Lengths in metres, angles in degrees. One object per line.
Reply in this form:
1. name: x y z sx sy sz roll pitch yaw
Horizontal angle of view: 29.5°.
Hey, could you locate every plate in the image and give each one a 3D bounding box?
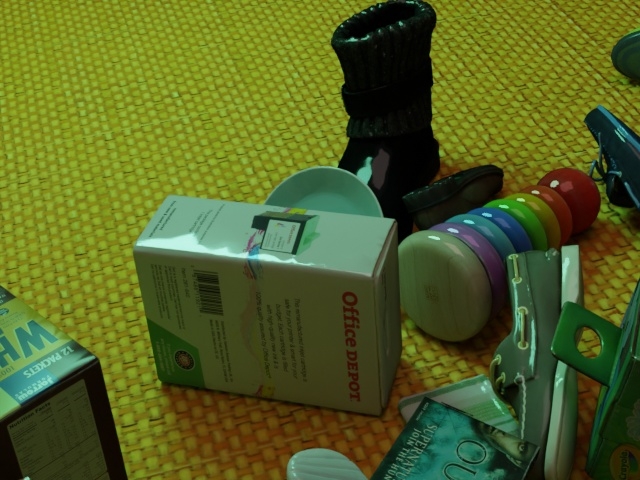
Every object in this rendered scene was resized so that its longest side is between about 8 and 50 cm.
1. plate: 0.000 0.000 1.538 0.188 0.188 0.024 18 -1 29

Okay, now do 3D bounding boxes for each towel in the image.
1. towel: 0.159 0.213 1.316 0.113 0.023 0.152 -15 39 -10

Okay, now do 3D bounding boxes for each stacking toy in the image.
1. stacking toy: 0.243 0.000 1.527 0.141 0.141 0.330 26 39 36

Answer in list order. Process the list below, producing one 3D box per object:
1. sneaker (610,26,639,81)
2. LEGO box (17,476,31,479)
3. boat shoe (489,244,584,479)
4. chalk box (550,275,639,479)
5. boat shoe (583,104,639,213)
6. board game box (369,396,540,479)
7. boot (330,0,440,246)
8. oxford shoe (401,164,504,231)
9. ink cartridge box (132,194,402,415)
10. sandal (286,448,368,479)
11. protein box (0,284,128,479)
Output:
1. sneaker: 0.558 -0.241 1.828 0.121 0.111 0.300 -35 43 -29
2. LEGO box: -0.289 0.408 0.684 0.372 0.500 0.193 -11 36 -8
3. boat shoe: 0.231 0.132 1.302 0.091 0.109 0.305 -1 49 16
4. chalk box: 0.370 0.143 1.204 0.289 0.179 0.180 17 41 11
5. boat shoe: 0.408 -0.081 1.603 0.109 0.089 0.258 28 25 -37
6. board game box: 0.117 0.229 1.133 0.126 0.026 0.186 22 37 16
7. boot: 0.069 -0.149 1.624 0.131 0.260 0.348 7 37 17
8. oxford shoe: 0.188 -0.043 1.627 0.083 0.096 0.227 -21 3 38
9. ink cartridge box: -0.052 0.072 1.381 0.278 0.201 0.117 7 37 16
10. sandal: 0.045 0.310 1.142 0.102 0.076 0.265 -7 41 -28
11. protein box: -0.320 0.187 1.253 0.136 0.201 0.200 -32 43 -33
